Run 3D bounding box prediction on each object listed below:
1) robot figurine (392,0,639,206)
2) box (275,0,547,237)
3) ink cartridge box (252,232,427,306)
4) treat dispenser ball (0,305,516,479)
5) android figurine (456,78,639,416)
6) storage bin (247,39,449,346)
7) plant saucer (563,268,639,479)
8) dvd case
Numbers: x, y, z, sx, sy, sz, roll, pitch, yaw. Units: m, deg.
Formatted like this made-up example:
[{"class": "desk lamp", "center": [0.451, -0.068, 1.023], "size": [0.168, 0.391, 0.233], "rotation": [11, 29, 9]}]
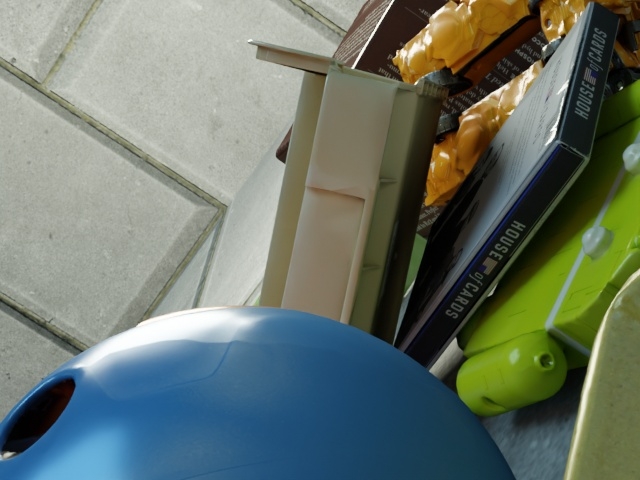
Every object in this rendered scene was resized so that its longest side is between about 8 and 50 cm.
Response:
[{"class": "robot figurine", "center": [0.164, -0.141, 1.143], "size": [0.291, 0.085, 0.211], "rotation": [-32, 66, 56]}, {"class": "box", "center": [0.094, -0.136, 1.389], "size": [0.203, 0.167, 0.168], "rotation": [-61, 11, -21]}, {"class": "ink cartridge box", "center": [0.003, 0.064, 1.360], "size": [0.209, 0.109, 0.062], "rotation": [-58, 11, -8]}, {"class": "treat dispenser ball", "center": [-0.038, 0.174, 0.692], "size": [0.288, 0.288, 0.288], "rotation": [-54, 10, 14]}, {"class": "android figurine", "center": [0.172, 0.001, 0.921], "size": [0.248, 0.056, 0.273], "rotation": [-60, 9, -19]}, {"class": "storage bin", "center": [0.000, 0.000, 1.066], "size": [0.260, 0.123, 0.262], "rotation": [-21, -56, -79]}, {"class": "plant saucer", "center": [0.201, 0.072, 0.484], "size": [0.333, 0.081, 0.332], "rotation": [-46, 15, 45]}, {"class": "dvd case", "center": [0.124, -0.030, 1.003], "size": [0.238, 0.030, 0.179], "rotation": [-57, 6, 41]}]
